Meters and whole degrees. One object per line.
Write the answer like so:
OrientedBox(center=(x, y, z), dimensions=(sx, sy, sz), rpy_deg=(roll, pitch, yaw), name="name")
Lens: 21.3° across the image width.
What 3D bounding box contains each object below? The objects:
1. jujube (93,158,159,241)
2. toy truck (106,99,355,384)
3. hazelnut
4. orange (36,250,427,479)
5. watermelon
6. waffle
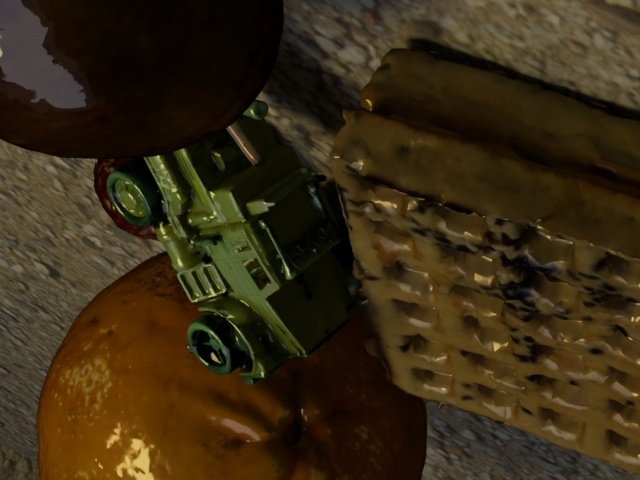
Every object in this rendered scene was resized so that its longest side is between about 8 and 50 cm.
OrientedBox(center=(-0.107, -0.044, 1.350), dimensions=(0.166, 0.104, 0.104), rpy_deg=(7, 150, 42), name="jujube")
OrientedBox(center=(-0.057, -0.029, 1.177), dimensions=(0.135, 0.128, 0.259), rpy_deg=(1, 121, 50), name="toy truck")
OrientedBox(center=(-0.141, -0.152, 1.014), dimensions=(0.218, 0.218, 0.234), rpy_deg=(5, 149, 45), name="hazelnut")
OrientedBox(center=(-0.067, 0.162, 1.435), dimensions=(0.340, 0.340, 0.293), rpy_deg=(37, 160, -20), name="orange")
OrientedBox(center=(0.004, 0.006, 1.328), dimensions=(0.109, 0.109, 0.109), rpy_deg=(24, 158, 11), name="watermelon")
OrientedBox(center=(0.155, 0.033, 1.185), dimensions=(0.261, 0.114, 0.376), rpy_deg=(22, 157, 18), name="waffle")
